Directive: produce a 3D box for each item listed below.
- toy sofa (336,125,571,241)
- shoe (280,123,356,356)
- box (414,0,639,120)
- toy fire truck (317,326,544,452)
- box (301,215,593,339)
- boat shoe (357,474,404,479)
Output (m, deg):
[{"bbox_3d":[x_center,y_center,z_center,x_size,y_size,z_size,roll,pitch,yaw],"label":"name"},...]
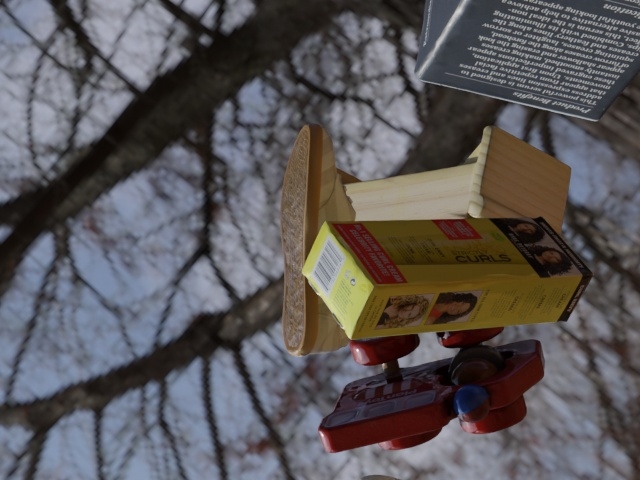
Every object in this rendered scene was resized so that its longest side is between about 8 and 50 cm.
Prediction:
[{"bbox_3d":[0.126,-0.018,1.952,0.150,0.362,0.177,24,-110,-36],"label":"toy sofa"},{"bbox_3d":[0.000,0.000,1.470,0.058,0.076,0.219,1,-88,-22],"label":"shoe"},{"bbox_3d":[0.259,-0.347,1.522,0.395,0.212,0.293,123,158,-63],"label":"box"},{"bbox_3d":[0.160,0.212,2.157,0.254,0.302,0.169,-57,-47,-73],"label":"toy fire truck"},{"bbox_3d":[0.106,0.027,1.267,0.232,0.087,0.058,-2,-50,-34],"label":"box"},{"bbox_3d":[0.151,0.331,1.750,0.079,0.255,0.095,-76,5,-59],"label":"boat shoe"}]
